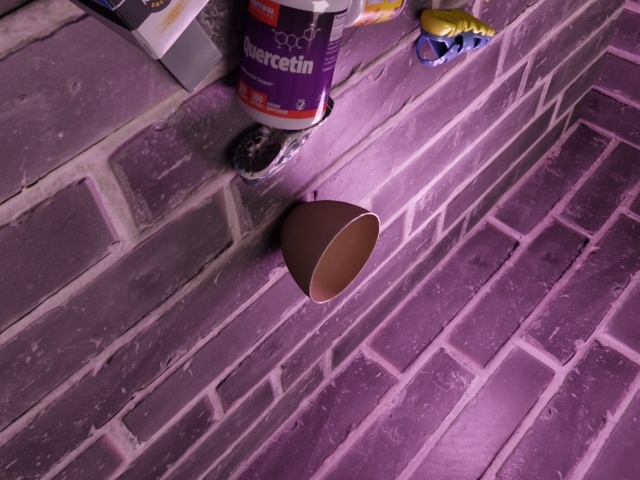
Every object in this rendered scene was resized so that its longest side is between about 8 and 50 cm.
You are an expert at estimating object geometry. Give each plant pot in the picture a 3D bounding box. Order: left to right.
[{"bbox_3d":[0.000,0.000,1.643,0.284,0.191,0.284,-40,152,-27],"label":"plant pot"}]

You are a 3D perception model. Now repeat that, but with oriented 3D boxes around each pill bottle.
[{"bbox_3d":[-0.051,-0.381,1.110,0.181,0.181,0.323,-29,144,-42],"label":"pill bottle"},{"bbox_3d":[0.076,-0.505,1.248,0.215,0.117,0.117,-27,143,-43],"label":"pill bottle"}]

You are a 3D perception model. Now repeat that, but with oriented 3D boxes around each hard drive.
[{"bbox_3d":[-0.233,-0.329,1.046,0.094,0.022,0.135,-52,154,-5],"label":"hard drive"}]

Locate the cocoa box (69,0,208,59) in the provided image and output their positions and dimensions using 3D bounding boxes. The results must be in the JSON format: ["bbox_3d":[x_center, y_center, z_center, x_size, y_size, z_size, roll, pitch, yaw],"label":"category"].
[{"bbox_3d":[-0.207,-0.447,0.708,0.347,0.231,0.228,-52,154,-5],"label":"cocoa box"}]

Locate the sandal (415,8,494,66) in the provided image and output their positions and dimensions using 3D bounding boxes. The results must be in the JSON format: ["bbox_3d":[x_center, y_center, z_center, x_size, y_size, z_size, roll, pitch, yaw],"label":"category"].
[{"bbox_3d":[0.363,-0.559,1.681,0.317,0.126,0.138,-15,138,-41],"label":"sandal"}]

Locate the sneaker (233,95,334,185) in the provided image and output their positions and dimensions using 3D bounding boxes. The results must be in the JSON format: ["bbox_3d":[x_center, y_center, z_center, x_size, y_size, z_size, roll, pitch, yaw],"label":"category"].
[{"bbox_3d":[-0.086,-0.233,1.354,0.283,0.110,0.122,-43,170,-18],"label":"sneaker"}]

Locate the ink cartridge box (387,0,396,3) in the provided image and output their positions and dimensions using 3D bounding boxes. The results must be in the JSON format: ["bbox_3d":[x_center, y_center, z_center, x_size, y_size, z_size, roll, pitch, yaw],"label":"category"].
[{"bbox_3d":[0.152,-0.582,1.160,0.128,0.127,0.176,19,70,-43],"label":"ink cartridge box"}]
